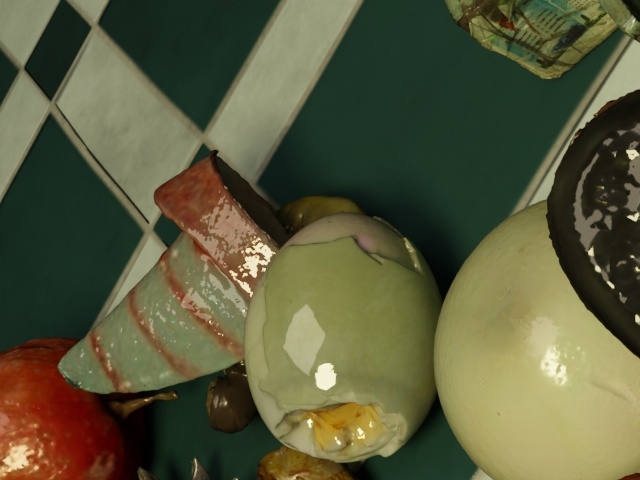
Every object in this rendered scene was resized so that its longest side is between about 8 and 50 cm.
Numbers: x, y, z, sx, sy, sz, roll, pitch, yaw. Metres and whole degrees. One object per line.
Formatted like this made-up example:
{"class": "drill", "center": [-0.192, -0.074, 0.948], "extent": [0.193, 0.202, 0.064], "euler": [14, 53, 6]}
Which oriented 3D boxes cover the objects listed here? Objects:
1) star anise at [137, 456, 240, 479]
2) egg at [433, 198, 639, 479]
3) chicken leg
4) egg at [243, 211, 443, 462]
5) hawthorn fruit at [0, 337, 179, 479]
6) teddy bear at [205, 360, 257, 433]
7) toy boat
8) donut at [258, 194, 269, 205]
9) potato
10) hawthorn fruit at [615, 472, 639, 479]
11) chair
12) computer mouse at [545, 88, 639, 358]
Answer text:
{"class": "star anise", "center": [-0.144, 0.309, 1.498], "extent": [0.180, 0.061, 0.205], "euler": [27, 100, 39]}
{"class": "egg", "center": [0.177, 0.066, 1.149], "extent": [0.264, 0.174, 0.286], "euler": [-59, 36, 6]}
{"class": "chicken leg", "center": [0.009, 0.256, 1.330], "extent": [0.101, 0.085, 0.207], "euler": [-38, 44, -16]}
{"class": "egg", "center": [0.023, 0.076, 1.320], "extent": [0.183, 0.183, 0.217], "euler": [-29, 42, 39]}
{"class": "hawthorn fruit", "center": [-0.271, 0.204, 1.582], "extent": [0.271, 0.242, 0.242], "euler": [-24, 55, 23]}
{"class": "teddy bear", "center": [-0.069, 0.122, 1.490], "extent": [0.119, 0.077, 0.160], "euler": [97, -178, -59]}
{"class": "toy boat", "center": [-0.150, 0.067, 1.456], "extent": [0.282, 0.096, 0.206], "euler": [-43, 66, 14]}
{"class": "donut", "center": [-0.075, -0.011, 1.587], "extent": [0.067, 0.038, 0.083], "euler": [-47, 38, 28]}
{"class": "potato", "center": [0.000, 0.000, 1.466], "extent": [0.138, 0.070, 0.092], "euler": [10, 75, 49]}
{"class": "hawthorn fruit", "center": [0.212, 0.270, 0.989], "extent": [0.253, 0.205, 0.205], "euler": [-37, 48, 23]}
{"class": "chair", "center": [0.206, -0.203, 1.267], "extent": [0.147, 0.136, 0.270], "euler": [-44, 46, 29]}
{"class": "computer mouse", "center": [0.289, 0.036, 0.972], "extent": [0.183, 0.116, 0.323], "euler": [-44, 73, 15]}
